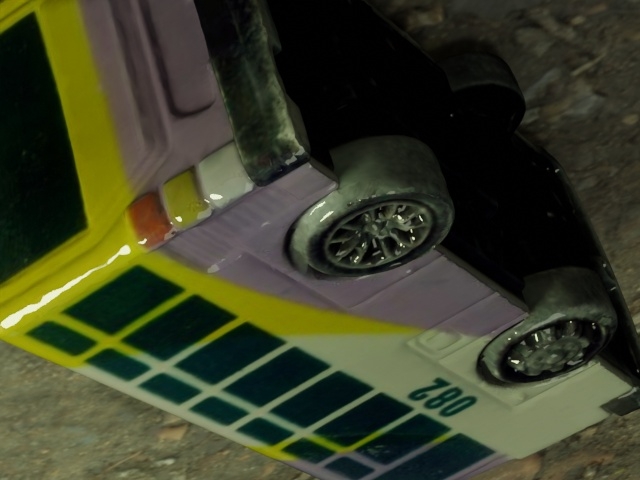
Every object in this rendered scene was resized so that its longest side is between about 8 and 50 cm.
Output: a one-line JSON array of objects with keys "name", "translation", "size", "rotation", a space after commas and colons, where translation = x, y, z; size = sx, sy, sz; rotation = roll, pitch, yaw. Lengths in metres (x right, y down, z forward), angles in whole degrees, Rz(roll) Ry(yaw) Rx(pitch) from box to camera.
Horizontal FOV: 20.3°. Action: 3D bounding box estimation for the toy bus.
[{"name": "toy bus", "translation": [0.000, 0.000, 1.046], "size": [0.249, 0.209, 0.440], "rotation": [-31, 146, 20]}]
